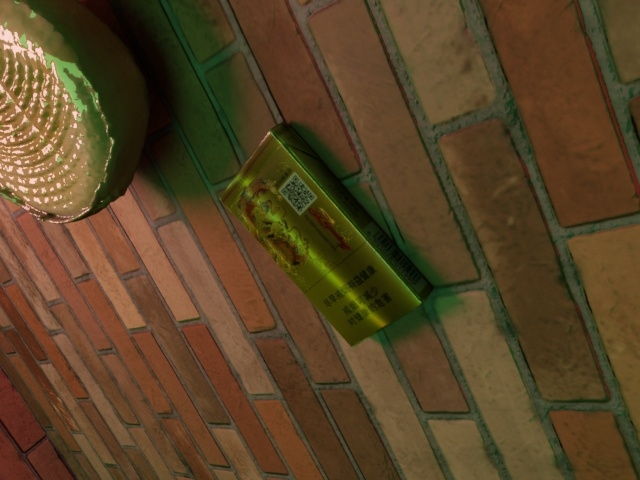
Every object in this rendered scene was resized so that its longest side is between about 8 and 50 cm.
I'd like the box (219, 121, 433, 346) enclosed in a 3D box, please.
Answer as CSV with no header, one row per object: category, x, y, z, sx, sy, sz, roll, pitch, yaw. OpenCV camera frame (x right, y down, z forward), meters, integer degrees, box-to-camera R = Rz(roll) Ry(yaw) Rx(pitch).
box,0.000,0.000,0.800,0.311,0.043,0.173,48,133,1

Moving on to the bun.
bun,-0.408,-0.219,0.855,0.363,0.202,0.365,14,125,21
